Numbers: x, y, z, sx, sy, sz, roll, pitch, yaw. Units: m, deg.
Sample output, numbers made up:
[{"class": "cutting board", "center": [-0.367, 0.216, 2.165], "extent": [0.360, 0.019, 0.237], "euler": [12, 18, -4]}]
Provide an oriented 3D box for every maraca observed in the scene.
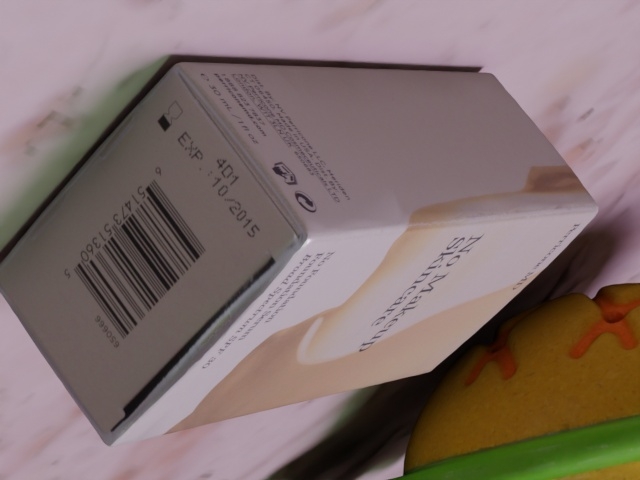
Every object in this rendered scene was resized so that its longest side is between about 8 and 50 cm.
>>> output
[{"class": "maraca", "center": [0.073, 0.069, 0.606], "extent": [0.185, 0.099, 0.127], "euler": [-16, 166, 27]}]

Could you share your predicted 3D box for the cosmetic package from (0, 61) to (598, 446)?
[{"class": "cosmetic package", "center": [0.000, 0.000, 0.377], "extent": [0.060, 0.041, 0.115], "euler": [-47, 159, 27]}]
